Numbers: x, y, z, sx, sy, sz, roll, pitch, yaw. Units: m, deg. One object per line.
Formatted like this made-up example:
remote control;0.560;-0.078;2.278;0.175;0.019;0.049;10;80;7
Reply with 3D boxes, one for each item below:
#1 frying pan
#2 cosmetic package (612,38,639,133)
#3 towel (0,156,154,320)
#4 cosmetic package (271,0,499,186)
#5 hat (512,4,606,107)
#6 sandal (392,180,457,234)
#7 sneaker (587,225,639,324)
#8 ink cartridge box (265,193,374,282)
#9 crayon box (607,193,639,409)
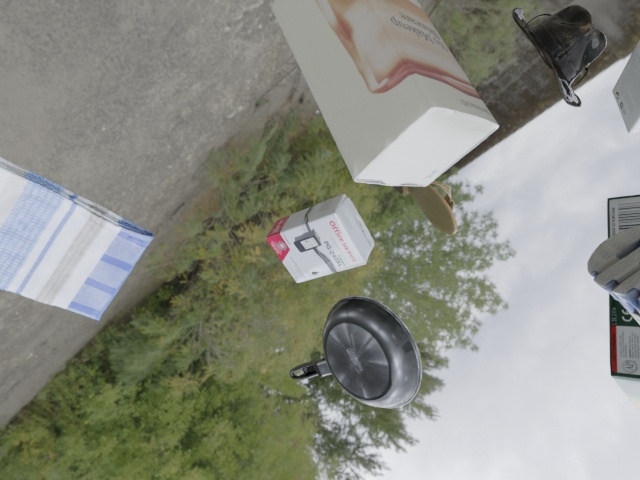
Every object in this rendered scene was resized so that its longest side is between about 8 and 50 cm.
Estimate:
frying pan;0.027;0.190;0.762;0.326;0.197;0.053;-2;-169;43
cosmetic package;0.938;-0.467;1.077;0.230;0.162;0.453;-12;160;15
towel;-0.442;0.007;0.688;0.209;0.285;0.034;-52;-147;11
cosmetic package;0.072;-0.226;0.553;0.153;0.296;0.129;-4;153;-44
hat;0.617;-0.486;1.078;0.134;0.331;0.331;-31;-167;36
sandal;0.248;-0.110;0.964;0.079;0.240;0.088;-23;134;-16
sneaker;0.452;0.115;0.481;0.127;0.182;0.315;-44;-166;23
ink cartridge box;0.000;0.000;0.753;0.150;0.109;0.063;-19;-154;32
crayon box;0.670;0.138;0.890;0.106;0.313;0.363;-5;-119;40
